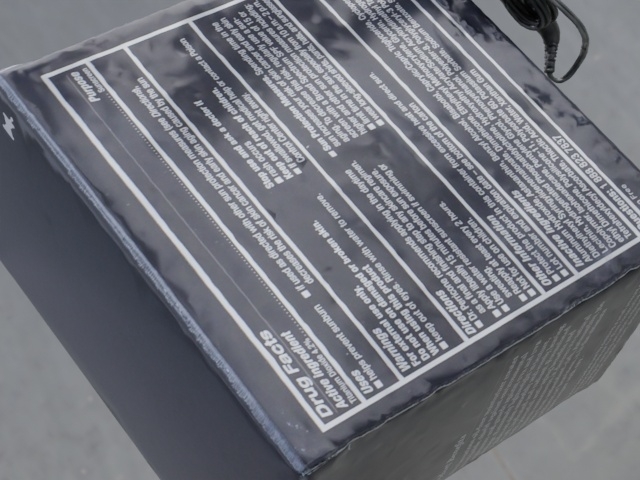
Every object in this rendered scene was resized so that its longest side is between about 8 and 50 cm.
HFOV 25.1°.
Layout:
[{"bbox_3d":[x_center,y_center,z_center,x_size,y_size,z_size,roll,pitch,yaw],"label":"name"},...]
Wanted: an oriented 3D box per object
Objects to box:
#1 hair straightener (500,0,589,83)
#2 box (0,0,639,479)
[{"bbox_3d":[0.095,-0.174,0.881,0.047,0.230,0.089,-41,29,4],"label":"hair straightener"},{"bbox_3d":[0.000,0.000,0.866,0.294,0.296,0.183,-26,-26,-30],"label":"box"}]
